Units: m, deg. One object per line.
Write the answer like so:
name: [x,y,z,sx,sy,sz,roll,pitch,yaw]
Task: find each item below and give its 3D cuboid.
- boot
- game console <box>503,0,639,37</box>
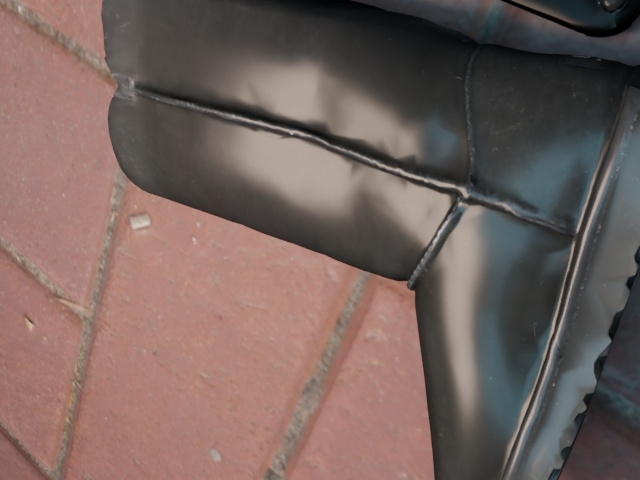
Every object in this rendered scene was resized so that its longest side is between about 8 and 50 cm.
boot: [0.001,-0.002,0.517,0.445,0.146,0.367,21,108,25]
game console: [0.072,-0.266,0.448,0.361,0.044,0.213,33,121,22]
